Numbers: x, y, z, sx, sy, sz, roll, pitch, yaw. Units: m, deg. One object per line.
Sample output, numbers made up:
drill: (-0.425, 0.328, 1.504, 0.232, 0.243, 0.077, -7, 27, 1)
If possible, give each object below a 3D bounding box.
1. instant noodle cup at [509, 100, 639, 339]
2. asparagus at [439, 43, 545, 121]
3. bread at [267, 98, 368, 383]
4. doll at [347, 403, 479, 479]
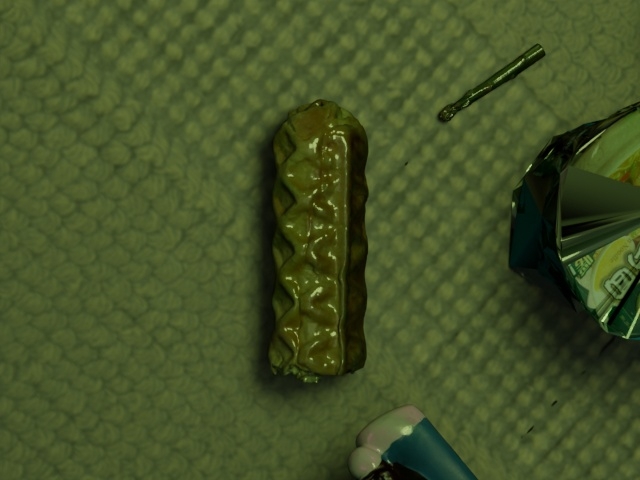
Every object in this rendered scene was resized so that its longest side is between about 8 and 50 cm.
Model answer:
instant noodle cup: (0.303, -0.024, 1.788, 0.240, 0.178, 0.240, -1, 93, -13)
asparagus: (0.169, -0.155, 1.834, 0.127, 0.018, 0.015, -35, 65, -9)
bread: (-0.001, 0.000, 1.766, 0.098, 0.087, 0.269, 0, 93, -12)
doll: (0.043, 0.336, 1.717, 0.310, 0.240, 0.284, -41, 130, -2)
